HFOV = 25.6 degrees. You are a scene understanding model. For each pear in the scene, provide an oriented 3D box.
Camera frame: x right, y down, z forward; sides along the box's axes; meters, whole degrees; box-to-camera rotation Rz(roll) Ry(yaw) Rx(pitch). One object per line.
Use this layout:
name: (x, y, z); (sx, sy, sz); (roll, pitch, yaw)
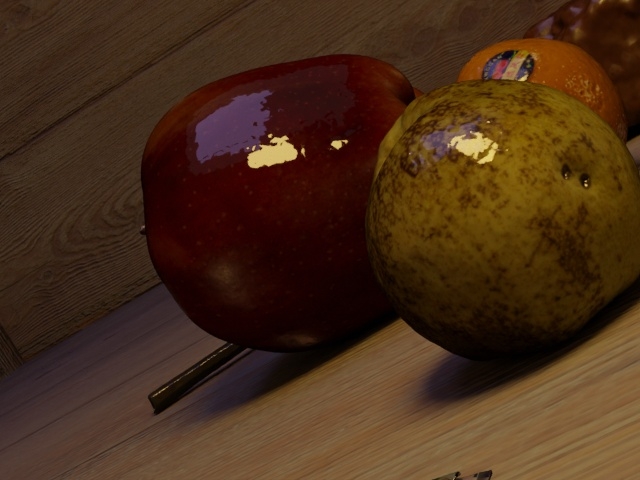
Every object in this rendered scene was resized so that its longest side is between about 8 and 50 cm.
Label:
pear: (0.119, -0.021, 0.957); (0.197, 0.197, 0.197); (-31, 5, 3)

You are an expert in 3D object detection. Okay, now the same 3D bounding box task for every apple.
apple: (-0.018, -0.033, 1.383); (0.316, 0.288, 0.288); (-22, 6, 7)

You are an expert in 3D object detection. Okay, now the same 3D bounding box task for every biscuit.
biscuit: (0.406, -0.260, 1.668); (0.342, 0.166, 0.395); (-28, 5, 14)

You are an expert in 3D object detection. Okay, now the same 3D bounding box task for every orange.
orange: (0.208, -0.114, 1.349); (0.155, 0.177, 0.177); (-62, 17, -20)

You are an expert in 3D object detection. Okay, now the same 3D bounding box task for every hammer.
hammer: (-0.078, 0.113, 1.664); (0.297, 0.027, 0.125); (-32, 6, -15)

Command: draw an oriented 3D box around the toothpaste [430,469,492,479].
toothpaste: (0.017, 0.155, 0.749); (0.170, 0.028, 0.045); (-23, 16, 37)
